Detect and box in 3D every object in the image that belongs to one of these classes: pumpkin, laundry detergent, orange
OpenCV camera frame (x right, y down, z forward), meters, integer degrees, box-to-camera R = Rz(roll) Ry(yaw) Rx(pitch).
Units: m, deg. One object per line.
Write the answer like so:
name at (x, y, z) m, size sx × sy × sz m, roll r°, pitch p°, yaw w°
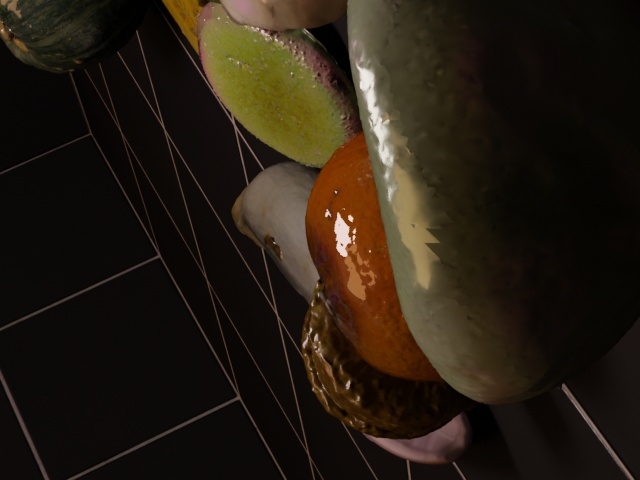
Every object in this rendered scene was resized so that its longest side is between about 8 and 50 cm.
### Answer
pumpkin at (-0.397, -0.405, 2.291) m, size 0.291 × 0.257 × 0.328 m, roll 56°, pitch 166°, yaw -24°
laundry detergent at (0.087, 0.198, 1.734) m, size 0.159 × 0.088 × 0.335 m, roll 31°, pitch 174°, yaw 1°
orange at (0.075, 0.010, 1.265) m, size 0.224 × 0.170 × 0.224 m, roll 58°, pitch 165°, yaw 25°

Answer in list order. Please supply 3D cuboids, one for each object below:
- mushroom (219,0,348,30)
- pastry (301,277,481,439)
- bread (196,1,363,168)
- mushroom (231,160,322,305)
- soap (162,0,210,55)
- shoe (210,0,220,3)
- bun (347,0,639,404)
mushroom at (-0.010, -0.252, 1.113) m, size 0.236 × 0.162 × 0.173 m, roll 54°, pitch 166°, yaw 36°
pastry at (0.074, 0.094, 1.407) m, size 0.188 × 0.189 × 0.103 m, roll 62°, pitch 160°, yaw 13°
bread at (-0.047, -0.160, 1.588) m, size 0.228 × 0.033 × 0.228 m, roll 35°, pitch 155°, yaw 20°
mushroom at (0.000, 0.000, 1.712) m, size 0.397 × 0.126 × 0.177 m, roll 44°, pitch 165°, yaw 52°
soap at (-0.160, -0.365, 1.714) m, size 0.324 × 0.096 × 0.204 m, roll 57°, pitch 166°, yaw 34°
shoe at (-0.112, -0.330, 1.419) m, size 0.140 × 0.128 × 0.262 m, roll 57°, pitch 150°, yaw 20°
bun at (0.133, -0.055, 0.849) m, size 0.293 × 0.187 × 0.293 m, roll -13°, pitch -90°, yaw -76°
